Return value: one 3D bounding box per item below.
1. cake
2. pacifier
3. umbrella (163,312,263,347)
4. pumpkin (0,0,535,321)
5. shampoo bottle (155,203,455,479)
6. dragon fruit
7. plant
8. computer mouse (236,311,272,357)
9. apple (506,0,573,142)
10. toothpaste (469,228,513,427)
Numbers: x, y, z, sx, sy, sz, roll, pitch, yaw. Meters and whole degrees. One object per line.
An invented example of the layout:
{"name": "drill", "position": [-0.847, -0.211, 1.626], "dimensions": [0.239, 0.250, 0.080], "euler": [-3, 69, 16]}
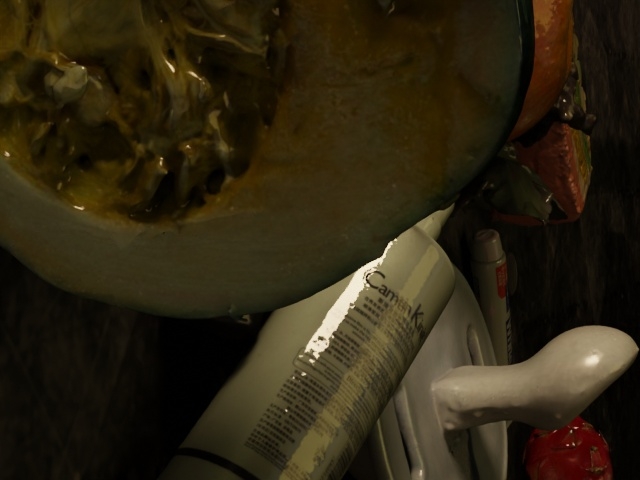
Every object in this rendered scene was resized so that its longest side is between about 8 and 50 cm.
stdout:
{"name": "cake", "position": [0.215, -0.115, 1.385], "dimensions": [0.225, 0.090, 0.109], "euler": [96, 11, -47]}
{"name": "pacifier", "position": [0.121, 0.096, 1.085], "dimensions": [0.279, 0.207, 0.227], "euler": [-21, 102, -67]}
{"name": "umbrella", "position": [-0.022, -0.108, 0.898], "dimensions": [0.106, 0.113, 0.357], "euler": [46, 53, -63]}
{"name": "pumpkin", "position": [-0.048, -0.135, 0.636], "dimensions": [0.197, 0.263, 0.293], "euler": [-67, 135, -67]}
{"name": "shampoo bottle", "position": [0.006, 0.064, 0.871], "dimensions": [0.262, 0.085, 0.085], "euler": [-55, 141, -29]}
{"name": "dragon fruit", "position": [0.245, 0.263, 1.532], "dimensions": [0.094, 0.094, 0.190], "euler": [25, 70, -65]}
{"name": "plant", "position": [0.138, -0.107, 1.225], "dimensions": [0.142, 0.131, 0.203], "euler": [-10, 90, -25]}
{"name": "computer mouse", "position": [-0.003, -0.001, 0.973], "dimensions": [0.126, 0.071, 0.231], "euler": [37, 66, -46]}
{"name": "apple", "position": [0.094, -0.159, 1.088], "dimensions": [0.160, 0.173, 0.195], "euler": [64, 32, -64]}
{"name": "toothpaste", "position": [0.164, 0.088, 1.423], "dimensions": [0.052, 0.033, 0.218], "euler": [-53, 141, -51]}
